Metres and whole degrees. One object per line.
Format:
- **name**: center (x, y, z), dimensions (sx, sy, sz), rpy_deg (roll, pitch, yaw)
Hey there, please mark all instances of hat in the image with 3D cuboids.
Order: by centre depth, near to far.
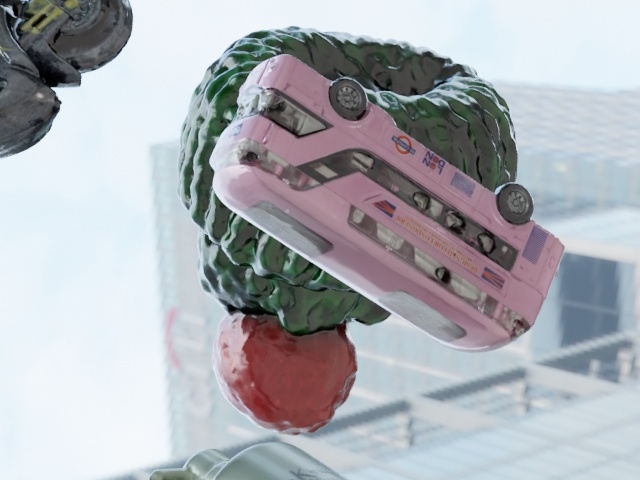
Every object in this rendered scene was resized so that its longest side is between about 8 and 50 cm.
- **hat**: center (0.000, 0.000, 1.609), dimensions (0.274, 0.242, 0.332), rpy_deg (8, -64, -18)

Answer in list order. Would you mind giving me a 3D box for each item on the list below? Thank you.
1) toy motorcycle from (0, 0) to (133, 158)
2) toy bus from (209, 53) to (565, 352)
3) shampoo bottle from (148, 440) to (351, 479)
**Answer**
- **toy motorcycle**: center (-0.188, -0.080, 0.906), dimensions (0.061, 0.193, 0.124), rpy_deg (80, -161, -59)
- **toy bus**: center (0.037, -0.017, 1.062), dimensions (0.203, 0.063, 0.090), rpy_deg (33, -116, -17)
- **shampoo bottle**: center (0.011, 0.176, 1.061), dimensions (0.085, 0.262, 0.085), rpy_deg (-18, -60, -34)
